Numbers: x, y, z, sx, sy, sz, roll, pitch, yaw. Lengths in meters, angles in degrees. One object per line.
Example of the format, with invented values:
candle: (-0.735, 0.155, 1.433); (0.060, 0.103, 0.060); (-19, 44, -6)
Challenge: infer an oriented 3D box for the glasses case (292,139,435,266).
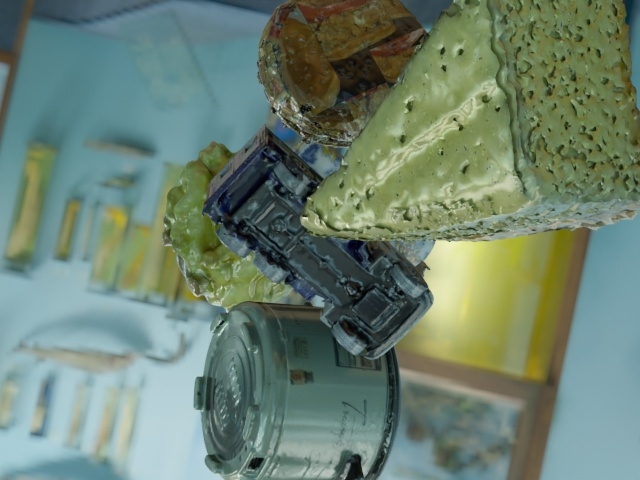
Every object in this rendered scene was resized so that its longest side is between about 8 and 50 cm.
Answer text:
glasses case: (0.053, -0.047, 2.186); (0.248, 0.087, 0.065); (37, -168, -20)

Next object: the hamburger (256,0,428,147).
hamburger: (0.031, -0.221, 1.940); (0.231, 0.231, 0.107); (13, 163, -10)

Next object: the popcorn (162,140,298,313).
popcorn: (-0.124, -0.030, 2.404); (0.237, 0.293, 0.293); (-26, 169, 10)

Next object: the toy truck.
toy truck: (0.000, 0.000, 1.787); (0.268, 0.124, 0.155); (42, -168, -14)

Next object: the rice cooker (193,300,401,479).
rice cooker: (-0.017, 0.192, 1.906); (0.227, 0.241, 0.280); (5, -138, -24)

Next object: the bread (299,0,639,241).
bread: (0.137, -0.125, 1.486); (0.315, 0.279, 0.248); (3, -173, 42)
